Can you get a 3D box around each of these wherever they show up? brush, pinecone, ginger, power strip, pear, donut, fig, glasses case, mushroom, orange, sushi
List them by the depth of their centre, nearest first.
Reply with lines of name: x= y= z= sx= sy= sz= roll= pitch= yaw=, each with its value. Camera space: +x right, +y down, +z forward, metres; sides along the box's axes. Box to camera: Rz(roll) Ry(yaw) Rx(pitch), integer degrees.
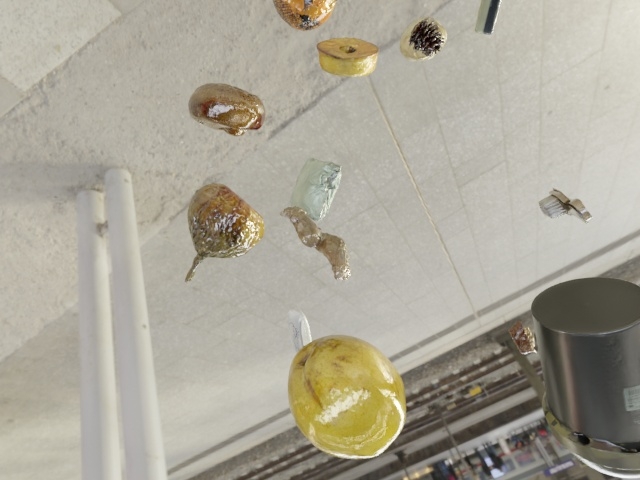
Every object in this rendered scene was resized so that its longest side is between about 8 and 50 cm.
pinecone: x=0.248 y=-0.469 z=0.982 sx=0.077 sy=0.083 sz=0.077 roll=-52 pitch=168 yaw=-16
donut: x=0.064 y=-0.427 z=0.994 sx=0.151 sy=0.152 sz=0.058 roll=-13 pitch=130 yaw=-15
brush: x=0.590 y=-0.077 z=1.040 sx=0.065 sy=0.070 sz=0.327 roll=-34 pitch=178 yaw=21
pear: x=0.066 y=0.394 z=1.088 sx=0.314 sy=0.314 sz=0.314 roll=-16 pitch=147 yaw=-11
sushi: x=0.576 y=0.278 z=1.198 sx=0.060 sy=0.061 sz=0.118 roll=-28 pitch=119 yaw=14
mushroom: x=0.306 y=-0.599 z=1.272 sx=0.148 sy=0.148 sz=0.112 roll=-36 pitch=120 yaw=19
ginger: x=-0.001 y=-0.002 z=1.281 sx=0.084 sy=0.290 sz=0.122 roll=-51 pitch=159 yaw=20
mushroom: x=-0.301 y=-0.422 z=1.372 sx=0.253 sy=0.253 sz=0.153 roll=3 pitch=98 yaw=-35
orange: x=-0.050 y=-0.817 z=1.388 sx=0.182 sy=0.234 sz=0.234 roll=-48 pitch=174 yaw=-50
power strip: x=0.570 y=-0.816 z=1.394 sx=0.105 sy=0.070 sz=0.257 roll=-56 pitch=155 yaw=-39
glasses case: x=-0.068 y=0.312 z=1.408 sx=0.049 sy=0.076 sz=0.197 roll=-26 pitch=124 yaw=-33
fig: x=-0.373 y=-0.003 z=1.500 sx=0.369 sy=0.286 sz=0.286 roll=-59 pitch=144 yaw=-5

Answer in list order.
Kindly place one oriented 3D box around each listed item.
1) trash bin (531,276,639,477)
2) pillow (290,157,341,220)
trash bin: x=0.492 y=0.249 z=0.739 sx=0.214 sy=0.214 sz=0.334 roll=-23 pitch=104 yaw=0
pillow: x=-0.027 y=-0.230 z=1.929 sx=0.138 sy=0.310 sz=0.284 roll=21 pitch=95 yaw=-30
